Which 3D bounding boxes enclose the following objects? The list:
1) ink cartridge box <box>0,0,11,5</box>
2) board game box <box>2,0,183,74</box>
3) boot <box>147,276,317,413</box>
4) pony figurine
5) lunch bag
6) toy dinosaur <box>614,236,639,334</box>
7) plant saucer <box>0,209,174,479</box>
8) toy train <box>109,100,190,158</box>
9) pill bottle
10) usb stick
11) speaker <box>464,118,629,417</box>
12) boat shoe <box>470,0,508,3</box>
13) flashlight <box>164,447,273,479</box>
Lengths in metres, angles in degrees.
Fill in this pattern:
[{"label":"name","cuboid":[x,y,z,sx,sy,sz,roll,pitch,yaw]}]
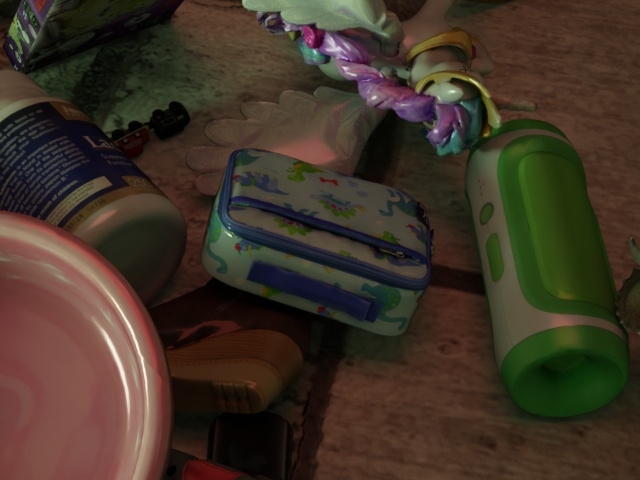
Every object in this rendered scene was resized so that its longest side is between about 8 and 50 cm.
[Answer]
[{"label":"ink cartridge box","cuboid":[-0.427,-0.414,1.657,0.201,0.117,0.278,-23,50,5]},{"label":"board game box","cuboid":[-0.220,-0.273,1.450,0.208,0.347,0.056,-30,92,-21]},{"label":"boot","cuboid":[-0.127,0.084,1.290,0.248,0.090,0.207,9,30,12]},{"label":"pony figurine","cuboid":[0.041,-0.207,1.439,0.350,0.303,0.363,2,31,1]},{"label":"lunch bag","cuboid":[0.000,0.000,1.301,0.219,0.090,0.176,19,30,-6]},{"label":"toy dinosaur","cuboid":[0.370,0.109,1.231,0.313,0.121,0.160,55,38,-3]},{"label":"plant saucer","cuboid":[-0.275,0.143,1.057,0.332,0.084,0.332,-1,74,5]},{"label":"toy train","cuboid":[-0.211,-0.108,1.486,0.158,0.027,0.036,-30,66,-25]},{"label":"pill bottle","cuboid":[-0.266,-0.050,1.348,0.153,0.153,0.264,-31,56,-25]},{"label":"usb stick","cuboid":[-0.066,0.264,1.146,0.077,0.045,0.278,4,48,-2]},{"label":"speaker","cuboid":[0.216,0.020,1.313,0.131,0.131,0.297,-2,48,-3]},{"label":"boat shoe","cuboid":[0.250,-0.372,1.685,0.277,0.098,0.096,-18,50,-28]},{"label":"flashlight","cuboid":[-0.157,0.213,1.124,0.304,0.103,0.103,11,29,30]}]
